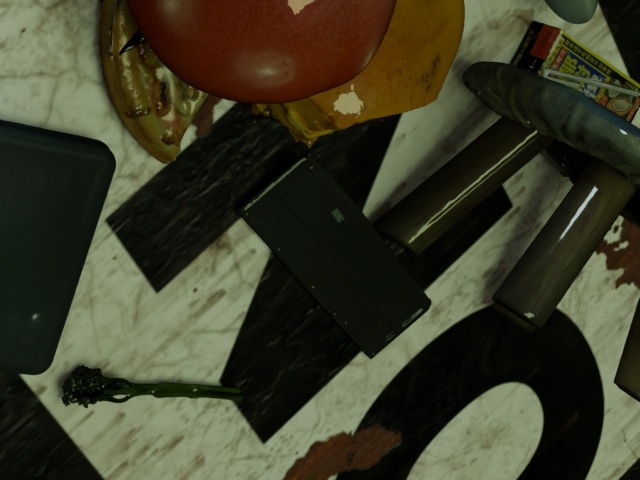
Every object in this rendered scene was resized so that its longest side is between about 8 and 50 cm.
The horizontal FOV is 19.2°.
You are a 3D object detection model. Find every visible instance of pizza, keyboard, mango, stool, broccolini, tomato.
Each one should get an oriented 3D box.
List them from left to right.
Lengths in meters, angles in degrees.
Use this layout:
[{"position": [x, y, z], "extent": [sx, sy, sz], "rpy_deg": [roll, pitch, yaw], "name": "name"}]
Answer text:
[{"position": [-0.166, 0.152, 1.889], "extent": [0.218, 0.044, 0.042], "rpy_deg": [10, 88, -45], "name": "broccolini"}, {"position": [-0.123, -0.165, 1.770], "extent": [0.176, 0.036, 0.184], "rpy_deg": [-21, 122, -29], "name": "pizza"}, {"position": [-0.047, -0.243, 1.650], "extent": [0.256, 0.255, 0.224], "rpy_deg": [-27, 168, -26], "name": "tomato"}, {"position": [-0.007, -0.008, 1.928], "extent": [0.103, 0.041, 0.381], "rpy_deg": [-40, 137, 0], "name": "keyboard"}, {"position": [0.051, -0.183, 1.838], "extent": [0.252, 0.126, 0.153], "rpy_deg": [-37, 109, -30], "name": "mango"}, {"position": [0.265, -0.006, 1.962], "extent": [0.310, 0.310, 0.226], "rpy_deg": [33, 89, -39], "name": "stool"}]

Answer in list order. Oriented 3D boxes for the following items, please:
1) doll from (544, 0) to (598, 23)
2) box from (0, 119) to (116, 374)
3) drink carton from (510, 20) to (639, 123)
[{"position": [0.290, -0.357, 1.947], "extent": [0.195, 0.153, 0.258], "rpy_deg": [-24, 107, -6], "name": "doll"}, {"position": [-0.283, 0.007, 1.716], "extent": [0.160, 0.050, 0.230], "rpy_deg": [10, 104, -40], "name": "box"}, {"position": [0.280, -0.171, 2.065], "extent": [0.166, 0.056, 0.071], "rpy_deg": [26, 90, -42], "name": "drink carton"}]
